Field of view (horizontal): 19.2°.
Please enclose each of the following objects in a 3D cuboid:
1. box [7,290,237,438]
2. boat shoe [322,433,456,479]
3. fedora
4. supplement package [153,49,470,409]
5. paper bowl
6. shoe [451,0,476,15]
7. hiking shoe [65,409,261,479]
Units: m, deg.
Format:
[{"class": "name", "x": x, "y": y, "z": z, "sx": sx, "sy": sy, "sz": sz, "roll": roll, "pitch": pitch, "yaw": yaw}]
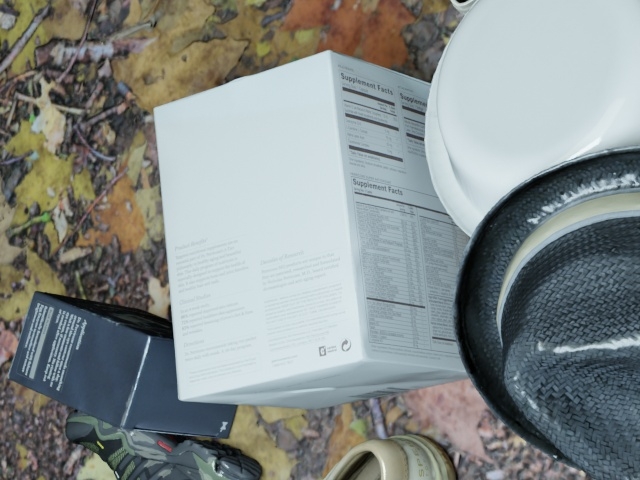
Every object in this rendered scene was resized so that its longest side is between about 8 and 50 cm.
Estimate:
[{"class": "box", "x": -0.178, "y": 0.119, "z": 1.788, "sx": 0.158, "sy": 0.156, "sz": 0.093, "roll": 19, "pitch": 93, "yaw": 36}, {"class": "boat shoe", "x": -0.014, "y": 0.311, "z": 1.667, "sx": 0.121, "sy": 0.110, "sz": 0.341, "roll": 38, "pitch": 105, "yaw": 34}, {"class": "fedora", "x": 0.253, "y": 0.091, "z": 1.392, "sx": 0.334, "sy": 0.152, "sz": 0.334, "roll": 6, "pitch": 117, "yaw": 12}, {"class": "supplement package", "x": 0.000, "y": 0.000, "z": 1.650, "sx": 0.199, "sy": 0.198, "sz": 0.263, "roll": -15, "pitch": 75, "yaw": 34}, {"class": "paper bowl", "x": 0.209, "y": -0.113, "z": 1.522, "sx": 0.284, "sy": 0.148, "sz": 0.284, "roll": -15, "pitch": 64, "yaw": 32}, {"class": "shoe", "x": 0.194, "y": -0.275, "z": 1.638, "sx": 0.219, "sy": 0.058, "sz": 0.076, "roll": -48, "pitch": 59, "yaw": 20}, {"class": "hiking shoe", "x": -0.167, "y": 0.230, "z": 1.805, "sx": 0.226, "sy": 0.086, "sz": 0.114, "roll": 16, "pitch": 89, "yaw": 36}]
